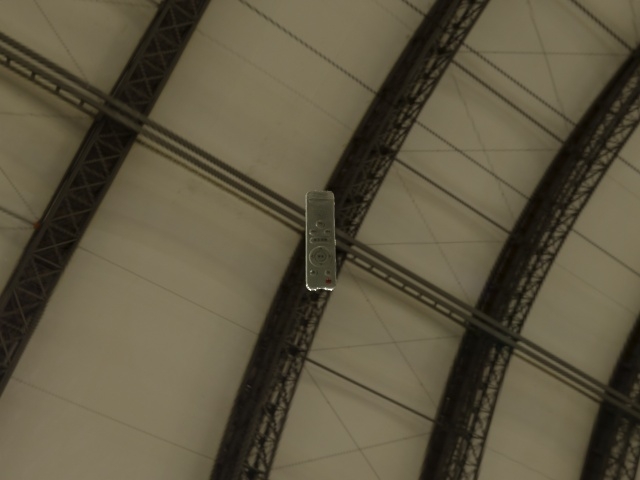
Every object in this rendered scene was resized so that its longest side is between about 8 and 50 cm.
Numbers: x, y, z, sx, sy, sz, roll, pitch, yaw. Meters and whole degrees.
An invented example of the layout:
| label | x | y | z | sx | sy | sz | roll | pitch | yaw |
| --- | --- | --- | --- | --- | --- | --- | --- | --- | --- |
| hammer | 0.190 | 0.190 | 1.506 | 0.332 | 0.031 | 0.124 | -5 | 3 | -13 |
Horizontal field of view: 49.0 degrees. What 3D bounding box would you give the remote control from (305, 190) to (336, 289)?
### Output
| label | x | y | z | sx | sy | sz | roll | pitch | yaw |
| --- | --- | --- | --- | --- | --- | --- | --- | --- | --- |
| remote control | 0.000 | 0.000 | 1.175 | 0.049 | 0.027 | 0.184 | -1 | -119 | 0 |
